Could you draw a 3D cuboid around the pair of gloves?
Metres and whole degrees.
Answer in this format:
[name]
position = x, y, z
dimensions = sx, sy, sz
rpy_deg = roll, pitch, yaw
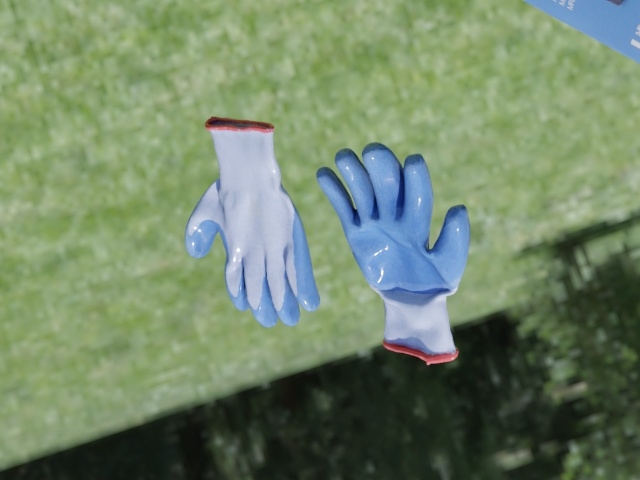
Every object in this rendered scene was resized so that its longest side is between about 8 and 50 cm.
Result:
[pair of gloves]
position = 0.000, 0.000, 1.103
dimensions = 0.198, 0.159, 0.023
rpy_deg = 10, -141, 26

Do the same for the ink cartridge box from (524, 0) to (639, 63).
[ink cartridge box]
position = 0.282, -0.305, 1.627
dimensions = 0.270, 0.395, 0.151
rpy_deg = -38, 154, -43
